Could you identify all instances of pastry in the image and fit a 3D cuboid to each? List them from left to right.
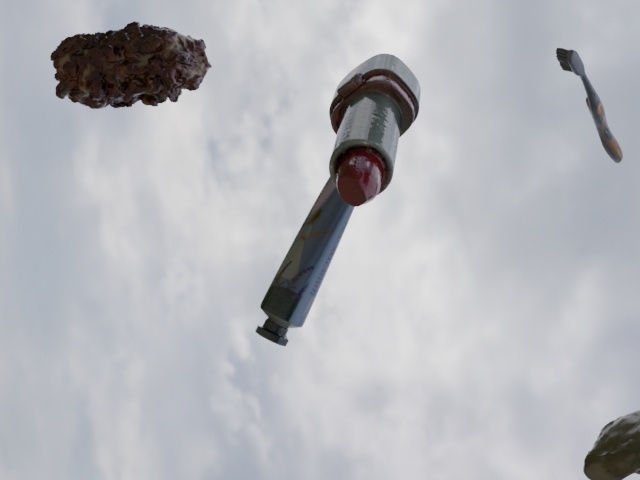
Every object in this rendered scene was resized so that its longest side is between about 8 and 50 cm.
[{"bbox_3d":[-0.250,-0.228,1.630,0.209,0.097,0.115,-1,-109,25],"label":"pastry"}]

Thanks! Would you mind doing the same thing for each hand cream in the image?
[{"bbox_3d":[0.000,0.000,1.438,0.256,0.055,0.088,-62,-163,-1],"label":"hand cream"}]

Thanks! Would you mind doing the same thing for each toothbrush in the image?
[{"bbox_3d":[0.394,-0.187,1.797,0.031,0.321,0.023,26,-100,36],"label":"toothbrush"}]

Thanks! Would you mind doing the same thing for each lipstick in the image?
[{"bbox_3d":[0.032,-0.071,0.859,0.063,0.057,0.186,-37,-163,22],"label":"lipstick"}]

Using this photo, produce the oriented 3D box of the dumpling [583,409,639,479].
[{"bbox_3d":[0.339,0.101,0.817,0.166,0.332,0.086,12,-53,59],"label":"dumpling"}]
